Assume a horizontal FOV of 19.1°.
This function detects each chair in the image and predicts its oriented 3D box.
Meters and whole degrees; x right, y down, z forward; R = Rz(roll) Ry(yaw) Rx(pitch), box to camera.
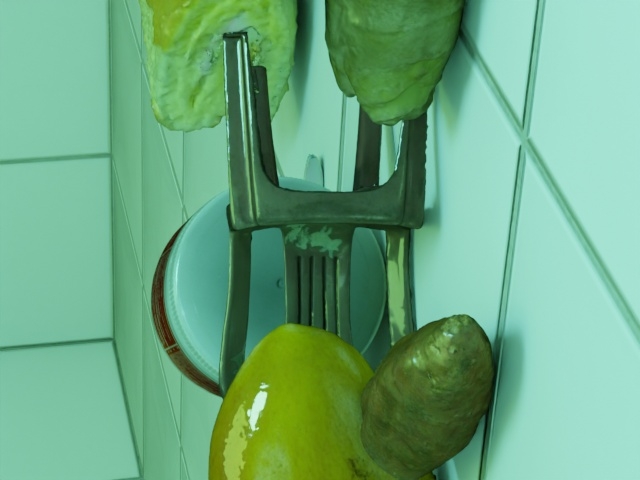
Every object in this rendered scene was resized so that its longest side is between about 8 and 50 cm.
[{"bbox_3d":[0.000,0.000,1.591,0.183,0.175,0.326,141,127,-86],"label":"chair"}]

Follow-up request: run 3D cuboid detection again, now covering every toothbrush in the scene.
[{"bbox_3d":[-0.009,0.034,2.024,0.027,0.021,0.269,-90,1,-66],"label":"toothbrush"}]

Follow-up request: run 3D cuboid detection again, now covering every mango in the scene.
[{"bbox_3d":[-0.008,0.195,1.566,0.138,0.187,0.257,-101,-13,-74],"label":"mango"}]

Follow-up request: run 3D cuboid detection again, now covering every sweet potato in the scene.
[{"bbox_3d":[0.082,0.116,1.436,0.252,0.097,0.097,108,155,-67],"label":"sweet potato"}]

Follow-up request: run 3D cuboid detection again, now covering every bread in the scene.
[{"bbox_3d":[-0.122,-0.322,2.084,0.236,0.165,0.375,102,162,-46],"label":"bread"}]

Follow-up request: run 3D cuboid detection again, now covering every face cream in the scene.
[{"bbox_3d":[-0.053,0.050,1.796,0.187,0.201,0.201,148,117,-76],"label":"face cream"}]

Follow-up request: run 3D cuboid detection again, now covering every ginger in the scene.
[{"bbox_3d":[0.058,-0.199,1.396,0.263,0.109,0.116,102,-173,-52],"label":"ginger"}]
